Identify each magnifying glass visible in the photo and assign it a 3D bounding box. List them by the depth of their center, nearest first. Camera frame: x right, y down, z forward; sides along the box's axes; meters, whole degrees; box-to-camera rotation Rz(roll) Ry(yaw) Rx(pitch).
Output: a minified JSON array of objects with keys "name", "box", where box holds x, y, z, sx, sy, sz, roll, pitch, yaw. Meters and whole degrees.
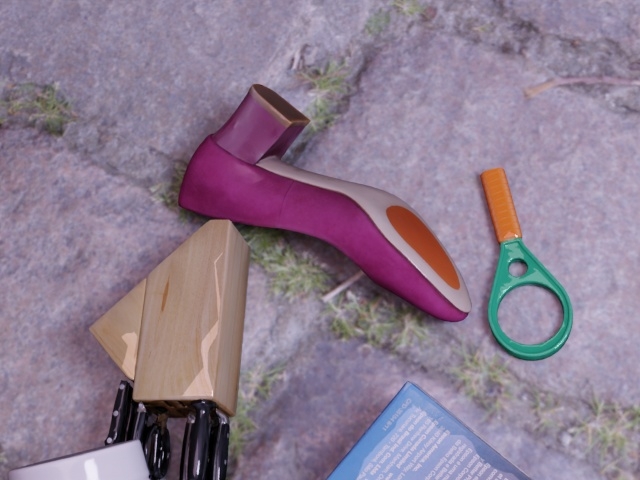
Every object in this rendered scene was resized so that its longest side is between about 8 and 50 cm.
[{"name":"magnifying glass","box":[0.220,0.024,1.328,0.092,0.026,0.231,-15,67,8]}]

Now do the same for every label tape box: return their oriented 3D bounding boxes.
[{"name":"label tape box","box":[0.143,0.339,1.169,0.334,0.106,0.240,39,82,23]}]

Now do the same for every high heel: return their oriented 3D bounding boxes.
[{"name":"high heel","box":[0.000,0.000,1.370,0.377,0.127,0.181,46,113,21]}]

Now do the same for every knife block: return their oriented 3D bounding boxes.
[{"name":"knife block","box":[-0.131,0.147,1.327,0.276,0.088,0.242,-43,66,-6]}]

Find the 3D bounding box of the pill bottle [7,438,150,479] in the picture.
[{"name":"pill bottle","box":[-0.214,0.352,1.181,0.161,0.161,0.283,-15,84,8]}]
